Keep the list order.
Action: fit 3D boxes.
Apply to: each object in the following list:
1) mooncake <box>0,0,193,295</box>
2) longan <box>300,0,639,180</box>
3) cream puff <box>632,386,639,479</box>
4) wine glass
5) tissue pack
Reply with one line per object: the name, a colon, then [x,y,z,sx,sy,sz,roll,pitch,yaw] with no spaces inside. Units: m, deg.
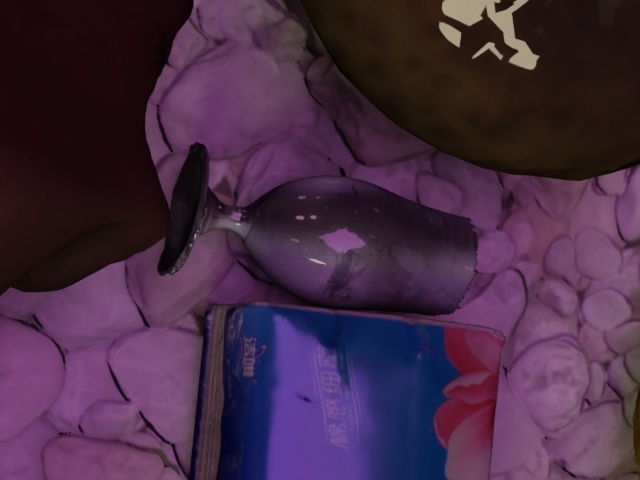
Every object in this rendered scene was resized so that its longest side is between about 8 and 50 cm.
mooncake: [-0.219,-0.116,1.036,0.334,0.174,0.325,7,55,-54]
longan: [0.160,-0.241,1.119,0.391,0.391,0.391,1,86,-19]
cream puff: [0.435,0.155,1.238,0.378,0.275,0.378,0,89,-18]
wine glass: [0.000,0.000,1.191,0.222,0.103,0.103,12,82,-16]
tissue pack: [0.012,0.184,1.162,0.209,0.137,0.269,9,84,-16]
